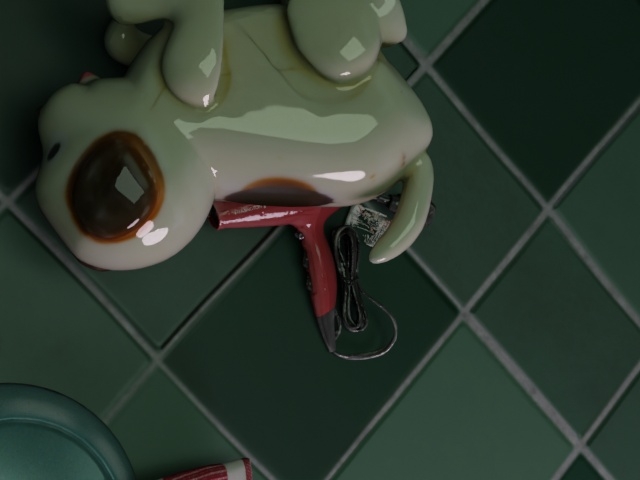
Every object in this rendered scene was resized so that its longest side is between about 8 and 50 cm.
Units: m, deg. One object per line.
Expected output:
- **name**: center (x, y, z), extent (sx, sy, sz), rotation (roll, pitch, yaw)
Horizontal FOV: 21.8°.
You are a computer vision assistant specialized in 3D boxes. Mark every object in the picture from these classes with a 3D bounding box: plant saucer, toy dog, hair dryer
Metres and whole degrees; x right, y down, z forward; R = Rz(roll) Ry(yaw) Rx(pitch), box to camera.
- **plant saucer**: center (-0.332, 0.312, 1.774), extent (0.317, 0.043, 0.318), rotation (1, 88, -27)
- **toy dog**: center (-0.113, -0.114, 1.782), extent (0.408, 0.284, 0.395), rotation (-24, 93, -17)
- **hair dryer**: center (0.000, 0.000, 1.934), extent (0.293, 0.080, 0.224), rotation (25, 78, -24)

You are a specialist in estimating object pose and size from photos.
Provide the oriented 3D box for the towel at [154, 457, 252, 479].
- **towel**: center (-0.201, 0.383, 1.803), extent (0.329, 0.037, 0.237), rotation (-11, 100, -38)
